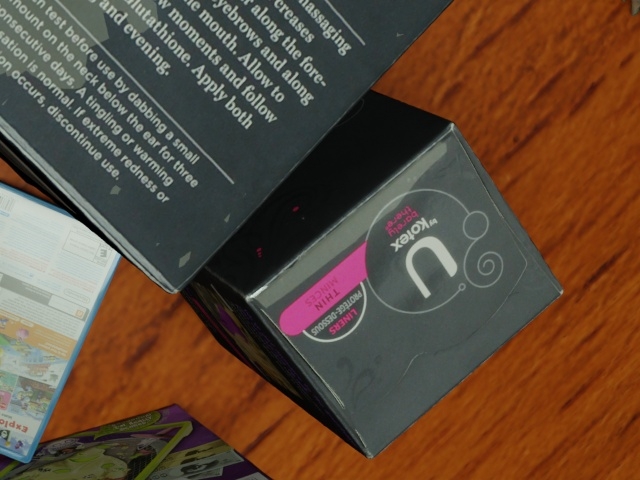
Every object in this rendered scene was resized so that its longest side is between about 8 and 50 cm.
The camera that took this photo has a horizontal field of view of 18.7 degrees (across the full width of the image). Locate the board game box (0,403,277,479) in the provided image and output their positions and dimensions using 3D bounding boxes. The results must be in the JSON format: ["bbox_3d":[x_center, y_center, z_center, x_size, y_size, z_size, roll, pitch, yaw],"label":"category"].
[{"bbox_3d":[-0.216,0.193,1.233,0.346,0.208,0.056,-15,109,-20],"label":"board game box"}]

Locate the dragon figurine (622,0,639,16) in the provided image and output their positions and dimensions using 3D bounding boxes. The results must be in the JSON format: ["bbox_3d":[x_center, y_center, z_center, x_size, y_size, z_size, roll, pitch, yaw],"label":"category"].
[{"bbox_3d":[0.312,-0.181,1.443,0.144,0.085,0.289,-31,114,-14],"label":"dragon figurine"}]

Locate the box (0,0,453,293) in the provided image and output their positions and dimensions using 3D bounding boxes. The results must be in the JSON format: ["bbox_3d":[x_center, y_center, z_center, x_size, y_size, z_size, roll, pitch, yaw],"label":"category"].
[{"bbox_3d":[-0.066,-0.208,1.148,0.395,0.293,0.212,-47,117,-7],"label":"box"}]

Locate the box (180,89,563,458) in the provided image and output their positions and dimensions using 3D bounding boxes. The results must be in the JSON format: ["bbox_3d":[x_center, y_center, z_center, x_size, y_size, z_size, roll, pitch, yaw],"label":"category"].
[{"bbox_3d":[0.000,0.000,1.244,0.165,0.270,0.143,-41,116,-10],"label":"box"}]

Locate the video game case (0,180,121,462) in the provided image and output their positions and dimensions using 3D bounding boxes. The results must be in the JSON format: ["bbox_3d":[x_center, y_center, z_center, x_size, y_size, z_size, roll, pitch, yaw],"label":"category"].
[{"bbox_3d":[-0.215,0.050,1.286,0.119,0.015,0.166,24,93,-11],"label":"video game case"}]
